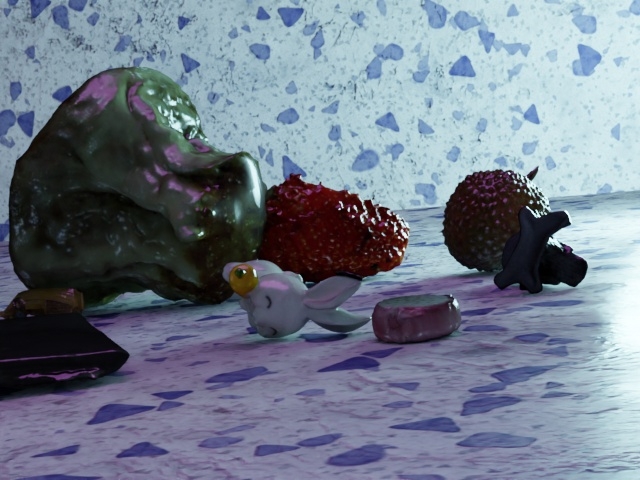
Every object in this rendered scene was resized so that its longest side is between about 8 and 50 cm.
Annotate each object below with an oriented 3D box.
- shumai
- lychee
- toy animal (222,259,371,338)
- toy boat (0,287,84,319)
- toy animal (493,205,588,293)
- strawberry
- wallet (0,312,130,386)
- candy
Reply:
[{"bbox_3d":[-0.247,-0.043,2.040,0.323,0.397,0.324,24,-6,32],"label":"shumai"},{"bbox_3d":[0.273,-0.038,2.074,0.165,0.165,0.197,0,50,50],"label":"lychee"},{"bbox_3d":[-0.039,0.061,1.631,0.127,0.131,0.181,-31,24,-20],"label":"toy animal"},{"bbox_3d":[-0.412,0.100,2.006,0.149,0.049,0.047,-5,-26,29],"label":"toy boat"},{"bbox_3d":[0.309,0.018,1.863,0.117,0.121,0.210,14,2,9],"label":"toy animal"},{"bbox_3d":[0.000,0.000,2.121,0.286,0.188,0.106,9,48,-5],"label":"strawberry"},{"bbox_3d":[-0.348,0.127,1.587,0.197,0.051,0.377,-6,4,-18],"label":"wallet"},{"bbox_3d":[0.109,0.088,1.542,0.103,0.043,0.103,-6,5,0],"label":"candy"}]
